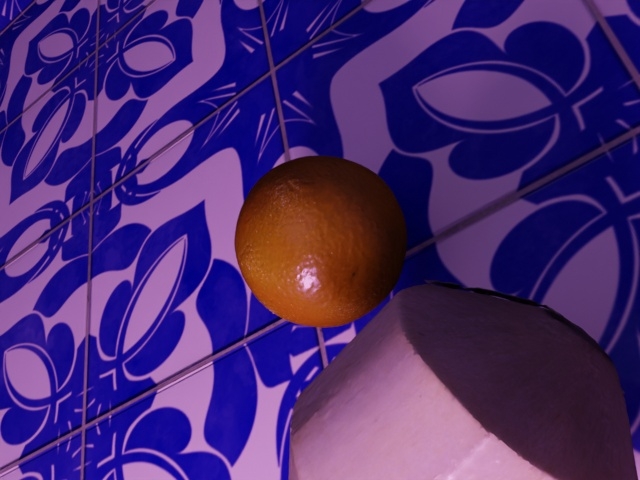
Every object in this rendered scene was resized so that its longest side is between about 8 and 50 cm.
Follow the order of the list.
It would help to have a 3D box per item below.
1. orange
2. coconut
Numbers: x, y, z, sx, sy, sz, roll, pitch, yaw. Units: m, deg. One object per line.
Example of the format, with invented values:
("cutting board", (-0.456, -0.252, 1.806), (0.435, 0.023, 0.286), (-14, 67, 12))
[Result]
("orange", (0.000, 0.000, 0.921), (0.236, 0.236, 0.236), (-20, 55, 31))
("coconut", (0.128, 0.188, 0.655), (0.323, 0.323, 0.322), (-20, 55, 31))
